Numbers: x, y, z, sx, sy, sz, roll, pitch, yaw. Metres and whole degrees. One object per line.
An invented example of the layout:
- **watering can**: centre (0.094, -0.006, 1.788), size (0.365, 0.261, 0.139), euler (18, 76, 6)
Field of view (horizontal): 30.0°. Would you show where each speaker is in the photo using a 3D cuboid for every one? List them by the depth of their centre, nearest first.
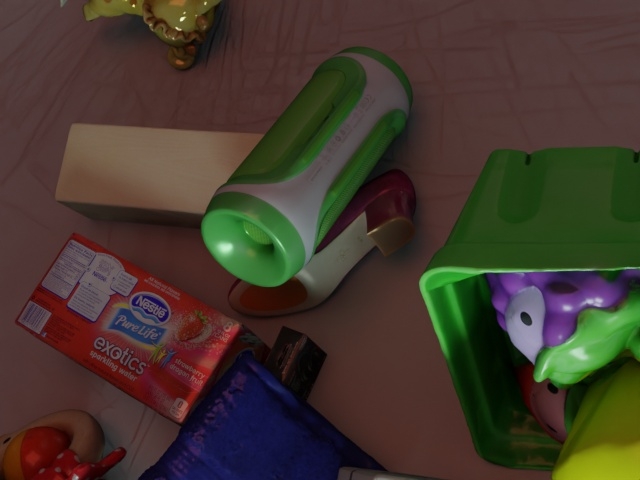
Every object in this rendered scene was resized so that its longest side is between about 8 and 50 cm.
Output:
- **speaker**: centre (-0.008, -0.087, 1.315), size (0.131, 0.131, 0.296), euler (17, 50, 24)

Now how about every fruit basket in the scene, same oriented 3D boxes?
- **fruit basket**: centre (0.249, 0.144, 1.048), size (0.283, 0.392, 0.392), euler (0, 68, 19)

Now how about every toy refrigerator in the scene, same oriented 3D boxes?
- **toy refrigerator**: centre (-0.172, -0.073, 1.440), size (0.270, 0.094, 0.102), euler (5, 77, 21)

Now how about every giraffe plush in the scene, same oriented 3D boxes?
- **giraffe plush**: centre (-0.199, -0.324, 1.527), size (0.170, 0.181, 0.210), euler (34, 70, 6)

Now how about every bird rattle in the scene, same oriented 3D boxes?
- **bird rattle**: centre (-0.315, 0.256, 1.310), size (0.253, 0.143, 0.207), euler (-29, 26, 21)

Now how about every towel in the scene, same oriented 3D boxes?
- **towel**: centre (-0.089, 0.298, 1.203), size (0.228, 0.076, 0.308), euler (42, 72, -4)

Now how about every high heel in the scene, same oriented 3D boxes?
- **high heel**: centre (0.000, 0.000, 1.374), size (0.244, 0.082, 0.117), euler (-32, 28, 19)

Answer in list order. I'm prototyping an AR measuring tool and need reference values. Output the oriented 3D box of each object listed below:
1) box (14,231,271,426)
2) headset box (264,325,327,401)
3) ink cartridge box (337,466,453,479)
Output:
- **box**: centre (-0.196, 0.111, 1.351), size (0.257, 0.122, 0.128), euler (26, 79, 26)
- **headset box**: centre (-0.030, 0.135, 1.307), size (0.032, 0.083, 0.062), euler (18, 74, 25)
- **ink cartridge box**: centre (0.102, 0.265, 1.099), size (0.160, 0.219, 0.092), euler (9, 80, -5)
